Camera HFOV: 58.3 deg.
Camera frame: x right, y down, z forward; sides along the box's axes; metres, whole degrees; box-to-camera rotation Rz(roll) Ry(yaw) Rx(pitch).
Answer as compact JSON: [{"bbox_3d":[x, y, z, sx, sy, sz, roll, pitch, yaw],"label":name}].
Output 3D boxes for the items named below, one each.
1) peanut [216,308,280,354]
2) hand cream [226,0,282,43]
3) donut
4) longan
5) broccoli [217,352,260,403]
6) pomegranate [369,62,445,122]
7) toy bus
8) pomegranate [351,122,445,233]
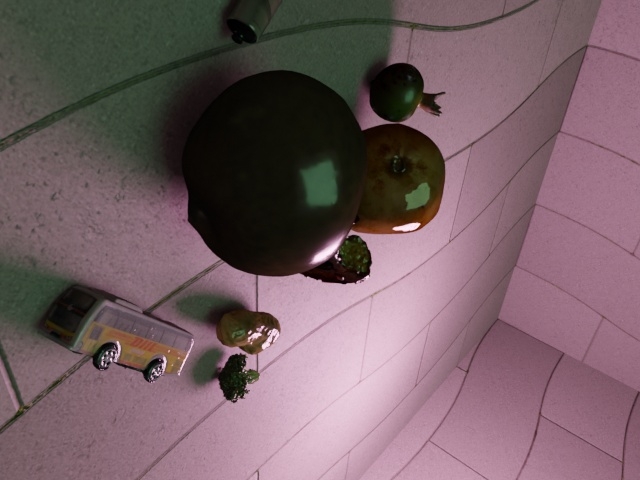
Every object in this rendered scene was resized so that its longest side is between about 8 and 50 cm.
[{"bbox_3d":[-0.152,0.188,1.196,0.194,0.083,0.093,16,99,-61],"label":"peanut"},{"bbox_3d":[-0.084,-0.376,0.875,0.186,0.054,0.087,-62,156,-13],"label":"hand cream"},{"bbox_3d":[-0.001,0.000,1.161,0.230,0.216,0.095,47,53,-39],"label":"donut"},{"bbox_3d":[-0.068,-0.091,0.906,0.288,0.288,0.350,-33,144,-41],"label":"longan"},{"bbox_3d":[-0.178,0.299,1.257,0.092,0.096,0.095,-10,163,-41],"label":"broccoli"},{"bbox_3d":[0.184,-0.317,1.232,0.129,0.159,0.129,1,90,-68],"label":"pomegranate"},{"bbox_3d":[-0.311,0.154,0.919,0.106,0.092,0.268,-65,152,-12],"label":"toy bus"},{"bbox_3d":[0.140,-0.122,1.231,0.270,0.252,0.228,82,0,-83],"label":"pomegranate"}]
